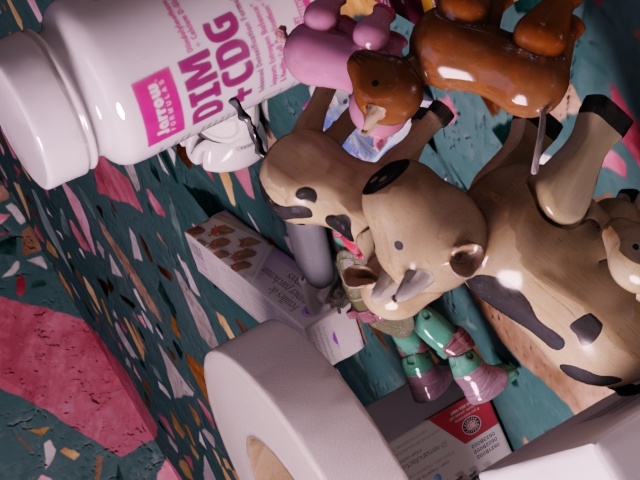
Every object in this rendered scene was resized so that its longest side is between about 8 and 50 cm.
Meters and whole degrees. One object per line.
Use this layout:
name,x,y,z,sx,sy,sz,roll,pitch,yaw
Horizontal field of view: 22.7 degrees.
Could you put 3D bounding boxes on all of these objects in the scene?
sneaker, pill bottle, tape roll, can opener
sneaker,-0.156,-0.201,1.703,0.292,0.110,0.118,42,147,28
pill bottle,-0.145,-0.164,1.407,0.160,0.283,0.160,52,160,28
tape roll,0.010,0.262,1.530,0.392,0.072,0.392,53,161,28
can opener,0.000,0.000,1.512,0.093,0.074,0.280,54,172,17

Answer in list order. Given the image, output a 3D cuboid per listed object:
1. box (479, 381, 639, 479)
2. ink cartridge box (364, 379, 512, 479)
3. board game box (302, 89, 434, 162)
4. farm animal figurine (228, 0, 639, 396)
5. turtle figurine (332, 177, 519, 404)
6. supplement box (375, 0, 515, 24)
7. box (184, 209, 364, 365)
box,0.284,0.252,1.024,0.345,0.168,0.215,61,162,5
ink cartridge box,0.114,0.237,1.535,0.176,0.128,0.127,65,162,-13
board game box,0.038,-0.112,1.323,0.090,0.020,0.090,-51,59,23
farm animal figurine,0.096,-0.012,0.975,0.327,0.172,0.330,32,165,-7
turtle figurine,0.074,0.035,1.389,0.234,0.118,0.175,62,163,-18
supplement box,0.062,-0.216,1.054,0.188,0.104,0.080,40,151,49
box,-0.060,0.052,1.848,0.324,0.063,0.067,34,149,56
